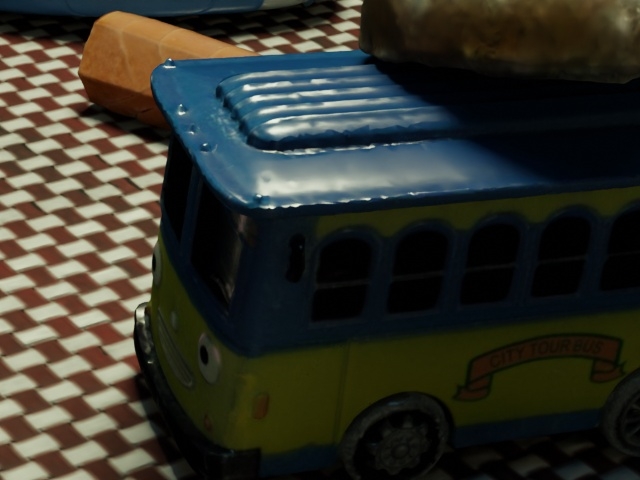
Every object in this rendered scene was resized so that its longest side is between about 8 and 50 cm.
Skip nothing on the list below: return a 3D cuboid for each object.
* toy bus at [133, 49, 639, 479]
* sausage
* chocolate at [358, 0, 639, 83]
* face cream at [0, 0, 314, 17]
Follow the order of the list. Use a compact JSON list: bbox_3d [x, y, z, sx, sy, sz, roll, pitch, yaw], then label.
[{"bbox_3d":[0.067,0.004,0.852,0.287,0.175,0.138,-5,33,-21],"label":"toy bus"},{"bbox_3d":[-0.059,-0.086,1.103,0.169,0.065,0.065,20,32,22],"label":"sausage"},{"bbox_3d":[0.127,-0.134,0.861,0.157,0.080,0.254,10,18,31],"label":"chocolate"},{"bbox_3d":[-0.107,-0.200,1.266,0.264,0.083,0.149,-2,34,-17],"label":"face cream"}]
